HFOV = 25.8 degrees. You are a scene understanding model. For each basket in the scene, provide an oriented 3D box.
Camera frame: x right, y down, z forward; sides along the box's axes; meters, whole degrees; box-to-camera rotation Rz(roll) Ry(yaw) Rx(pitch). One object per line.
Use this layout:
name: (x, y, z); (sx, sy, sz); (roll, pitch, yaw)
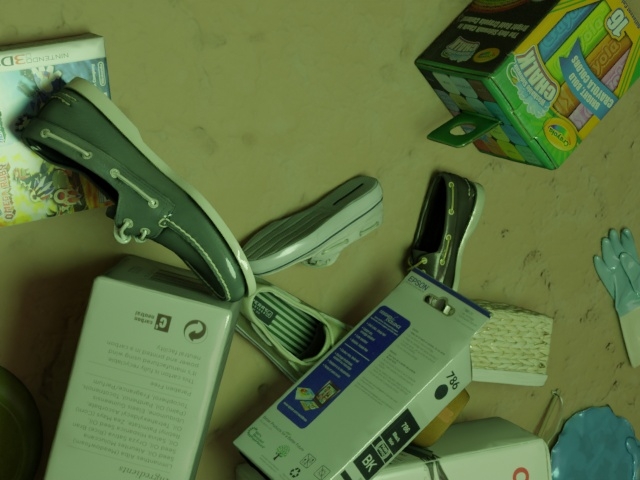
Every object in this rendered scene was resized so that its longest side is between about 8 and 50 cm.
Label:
basket: (0.231, 0.139, 1.963); (0.167, 0.113, 0.103); (10, 94, -32)

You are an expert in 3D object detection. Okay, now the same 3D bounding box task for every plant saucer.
plant saucer: (-0.440, 0.255, 1.656); (0.241, 0.037, 0.241); (-7, 105, -28)

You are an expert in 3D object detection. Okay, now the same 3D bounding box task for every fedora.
fedora: (0.138, 0.217, 1.841); (0.079, 0.194, 0.194); (43, 79, -3)

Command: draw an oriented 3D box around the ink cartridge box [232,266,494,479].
ink cartridge box: (0.062, 0.190, 1.739); (0.332, 0.165, 0.065); (-43, 130, -11)

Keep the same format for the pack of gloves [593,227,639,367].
pack of gloves: (0.519, 0.051, 2.154); (0.195, 0.046, 0.232); (-27, 112, -8)

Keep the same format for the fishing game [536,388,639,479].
fishing game: (0.420, 0.345, 2.154); (0.264, 0.041, 0.189); (35, 70, -24)

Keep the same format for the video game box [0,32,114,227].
video game box: (-0.331, -0.126, 1.615); (0.187, 0.048, 0.205); (-13, 108, -24)

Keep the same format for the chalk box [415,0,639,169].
chalk box: (0.266, -0.217, 1.853); (0.289, 0.180, 0.179); (-47, 120, -10)

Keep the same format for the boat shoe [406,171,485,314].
boat shoe: (0.153, 0.019, 1.909); (0.068, 0.081, 0.228); (20, 85, -29)

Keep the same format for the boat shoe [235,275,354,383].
boat shoe: (-0.015, 0.140, 1.832); (0.302, 0.094, 0.109); (33, 85, -31)

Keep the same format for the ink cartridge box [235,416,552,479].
ink cartridge box: (0.107, 0.417, 1.872); (0.395, 0.166, 0.285); (-8, 98, -16)

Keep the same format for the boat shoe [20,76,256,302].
boat shoe: (-0.203, -0.038, 1.553); (0.099, 0.116, 0.319); (-40, 84, -22)

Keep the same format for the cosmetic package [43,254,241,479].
cosmetic package: (-0.226, 0.262, 1.644); (0.161, 0.230, 0.453); (15, 95, -1)

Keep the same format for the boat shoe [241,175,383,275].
boat shoe: (0.000, 0.000, 1.808); (0.226, 0.083, 0.076); (-30, 120, -24)
